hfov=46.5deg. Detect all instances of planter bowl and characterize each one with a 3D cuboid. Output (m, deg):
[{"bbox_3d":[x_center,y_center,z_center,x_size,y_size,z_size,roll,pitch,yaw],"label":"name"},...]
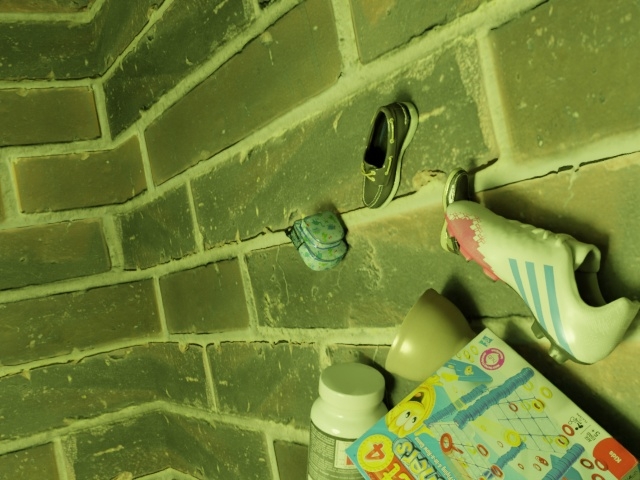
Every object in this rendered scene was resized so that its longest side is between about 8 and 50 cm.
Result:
[{"bbox_3d":[0.198,0.177,1.268,0.109,0.162,0.162,29,126,21],"label":"planter bowl"}]

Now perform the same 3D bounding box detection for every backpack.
[{"bbox_3d":[0.000,0.000,1.565,0.114,0.105,0.084,61,145,19],"label":"backpack"}]

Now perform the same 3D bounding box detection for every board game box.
[{"bbox_3d":[0.243,0.331,1.092,0.308,0.302,0.086,44,171,43],"label":"board game box"}]

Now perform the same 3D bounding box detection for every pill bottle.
[{"bbox_3d":[0.056,0.403,1.529,0.162,0.162,0.278,32,125,51],"label":"pill bottle"}]

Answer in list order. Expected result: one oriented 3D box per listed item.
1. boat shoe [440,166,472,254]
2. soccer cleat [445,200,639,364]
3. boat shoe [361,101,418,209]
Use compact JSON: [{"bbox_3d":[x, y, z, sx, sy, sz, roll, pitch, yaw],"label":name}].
[{"bbox_3d":[0.234,-0.046,1.232,0.049,0.056,0.152,31,133,45],"label":"boat shoe"},{"bbox_3d":[0.318,0.026,1.079,0.331,0.116,0.143,53,123,34],"label":"soccer cleat"},{"bbox_3d":[0.110,-0.153,1.380,0.081,0.069,0.227,50,137,40],"label":"boat shoe"}]
